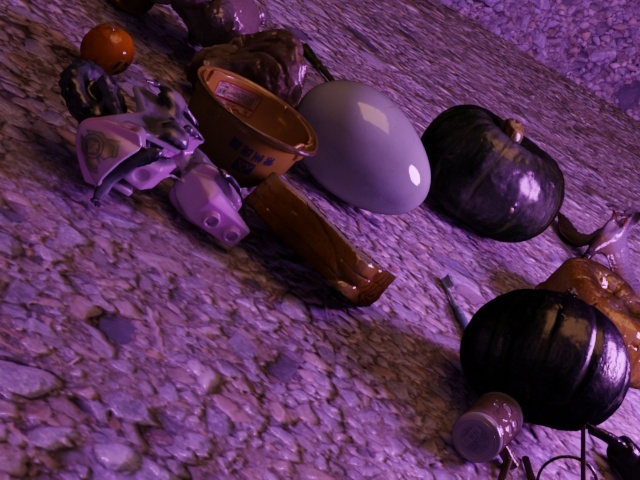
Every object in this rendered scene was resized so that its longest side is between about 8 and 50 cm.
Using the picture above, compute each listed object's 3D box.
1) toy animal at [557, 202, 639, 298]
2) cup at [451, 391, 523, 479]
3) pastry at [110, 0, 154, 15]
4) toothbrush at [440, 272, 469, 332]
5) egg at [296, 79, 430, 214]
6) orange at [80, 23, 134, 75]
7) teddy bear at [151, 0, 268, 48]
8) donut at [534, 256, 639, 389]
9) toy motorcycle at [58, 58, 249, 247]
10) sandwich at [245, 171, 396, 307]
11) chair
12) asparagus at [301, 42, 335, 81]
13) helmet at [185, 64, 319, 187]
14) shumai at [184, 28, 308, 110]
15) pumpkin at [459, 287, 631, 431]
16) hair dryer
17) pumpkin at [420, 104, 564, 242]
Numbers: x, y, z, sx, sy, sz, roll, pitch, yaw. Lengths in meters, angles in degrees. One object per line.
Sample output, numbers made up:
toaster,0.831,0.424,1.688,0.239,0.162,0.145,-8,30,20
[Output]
toy animal,0.577,-0.004,2.558,0.272,0.160,0.197,42,24,30
cup,0.220,0.263,1.642,0.074,0.102,0.099,4,11,26
pastry,-0.337,-0.443,2.187,0.109,0.057,0.097,17,28,-41
toothbrush,0.226,0.119,1.963,0.016,0.019,0.219,31,23,-26
egg,0.070,-0.151,2.049,0.264,0.183,0.183,44,23,0
orange,-0.326,-0.292,1.888,0.083,0.083,0.083,30,24,-15
teddy bear,-0.206,-0.428,2.145,0.267,0.151,0.236,45,6,-48
donut,0.485,0.141,2.151,0.208,0.128,0.261,14,30,-41
toy motorcycle,-0.215,-0.096,1.618,0.327,0.143,0.188,41,23,-32
sandwich,0.000,0.000,1.756,0.214,0.065,0.186,44,3,17
chair,0.323,0.330,1.604,0.104,0.095,0.221,24,24,0
asparagus,0.017,-0.337,2.531,0.233,0.022,0.023,53,0,37
helmet,-0.120,-0.144,1.817,0.205,0.140,0.257,25,21,-22
shumai,-0.129,-0.275,2.050,0.175,0.166,0.206,3,5,-32
pumpkin,0.325,0.163,1.763,0.250,0.250,0.216,30,66,-14
hair dryer,0.441,0.309,1.737,0.272,0.091,0.235,50,4,-35
pumpkin,0.329,-0.132,2.344,0.300,0.207,0.300,35,14,-10
